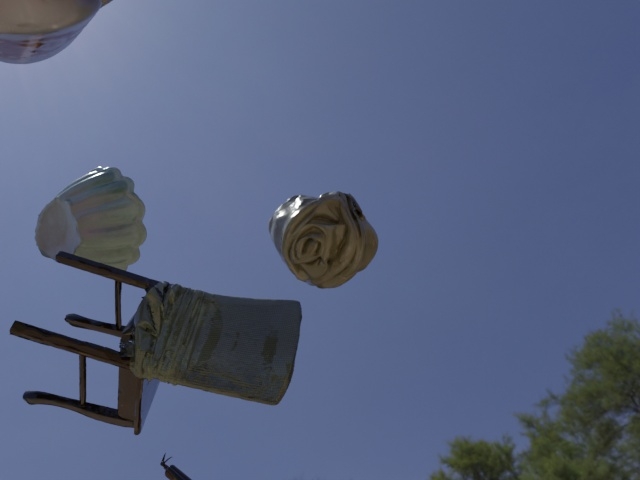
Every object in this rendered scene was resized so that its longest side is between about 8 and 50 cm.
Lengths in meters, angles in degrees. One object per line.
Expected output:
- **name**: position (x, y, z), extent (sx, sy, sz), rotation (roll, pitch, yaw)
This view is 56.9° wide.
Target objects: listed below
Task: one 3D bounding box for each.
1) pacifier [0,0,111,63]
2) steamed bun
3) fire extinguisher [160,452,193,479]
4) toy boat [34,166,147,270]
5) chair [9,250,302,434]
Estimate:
- **pacifier**: position (-0.344, -0.313, 0.650), extent (0.273, 0.332, 0.221), rotation (34, -107, -29)
- **steamed bun**: position (0.002, -0.001, 1.247), extent (0.211, 0.144, 0.218), rotation (-31, -83, 13)
- **fire extinguisher**: position (-0.296, 0.525, 1.280), extent (0.035, 0.173, 0.049), rotation (-65, -27, 2)
- **toy boat**: position (-0.440, -0.025, 1.093), extent (0.290, 0.200, 0.100), rotation (-16, -2, 40)
- **chair**: position (-0.199, 0.142, 0.756), extent (0.318, 0.160, 0.186), rotation (15, -47, -5)
